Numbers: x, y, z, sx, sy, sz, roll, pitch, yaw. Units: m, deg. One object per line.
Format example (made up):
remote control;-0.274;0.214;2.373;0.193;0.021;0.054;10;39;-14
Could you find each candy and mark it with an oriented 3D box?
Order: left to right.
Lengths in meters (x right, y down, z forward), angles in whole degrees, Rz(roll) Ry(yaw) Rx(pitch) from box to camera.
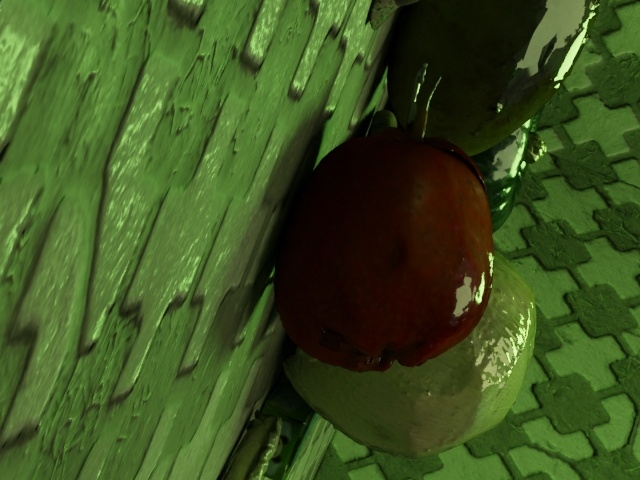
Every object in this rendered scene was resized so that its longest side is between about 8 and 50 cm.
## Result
candy;-0.034;0.216;2.109;0.194;0.062;0.097;-56;168;-65

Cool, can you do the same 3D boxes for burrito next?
burrito;-0.087;0.268;1.876;0.041;0.045;0.185;63;39;-33

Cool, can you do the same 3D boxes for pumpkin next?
pumpkin;0.195;-0.145;2.156;0.300;0.207;0.300;14;90;-80

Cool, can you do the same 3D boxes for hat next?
hat;0.078;-0.233;1.559;0.058;0.042;0.087;-58;169;-57

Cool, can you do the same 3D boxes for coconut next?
coconut;0.128;0.124;2.025;0.297;0.254;0.297;-47;-179;1

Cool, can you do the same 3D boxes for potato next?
potato;0.185;-0.234;1.825;0.307;0.210;0.173;-63;-142;23

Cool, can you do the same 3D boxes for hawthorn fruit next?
hawthorn fruit;0.069;-0.019;1.565;0.211;0.211;0.299;0;98;-84

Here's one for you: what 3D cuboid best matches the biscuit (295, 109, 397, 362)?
biscuit;0.037;-0.011;1.837;0.325;0.044;0.217;-75;-174;-71
